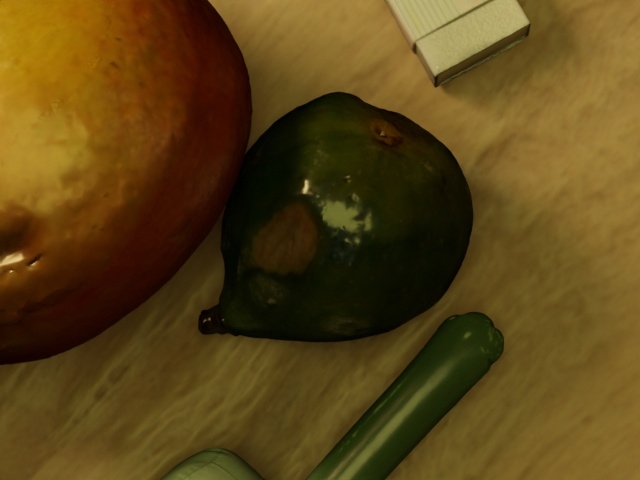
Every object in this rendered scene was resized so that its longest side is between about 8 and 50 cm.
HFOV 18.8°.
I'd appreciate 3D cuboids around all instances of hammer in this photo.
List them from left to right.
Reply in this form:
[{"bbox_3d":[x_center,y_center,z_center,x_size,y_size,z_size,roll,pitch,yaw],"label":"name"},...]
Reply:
[{"bbox_3d":[0.022,0.184,1.547,0.206,0.119,0.335,43,81,7],"label":"hammer"}]

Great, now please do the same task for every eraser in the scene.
[{"bbox_3d":[0.081,-0.249,1.618,0.095,0.052,0.225,-28,81,-2],"label":"eraser"}]

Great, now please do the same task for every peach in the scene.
[{"bbox_3d":[-0.228,-0.073,1.480,0.372,0.290,0.373,-3,58,4],"label":"peach"}]

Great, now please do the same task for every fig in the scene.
[{"bbox_3d":[0.000,0.000,1.548,0.195,0.195,0.245,50,121,8],"label":"fig"}]
